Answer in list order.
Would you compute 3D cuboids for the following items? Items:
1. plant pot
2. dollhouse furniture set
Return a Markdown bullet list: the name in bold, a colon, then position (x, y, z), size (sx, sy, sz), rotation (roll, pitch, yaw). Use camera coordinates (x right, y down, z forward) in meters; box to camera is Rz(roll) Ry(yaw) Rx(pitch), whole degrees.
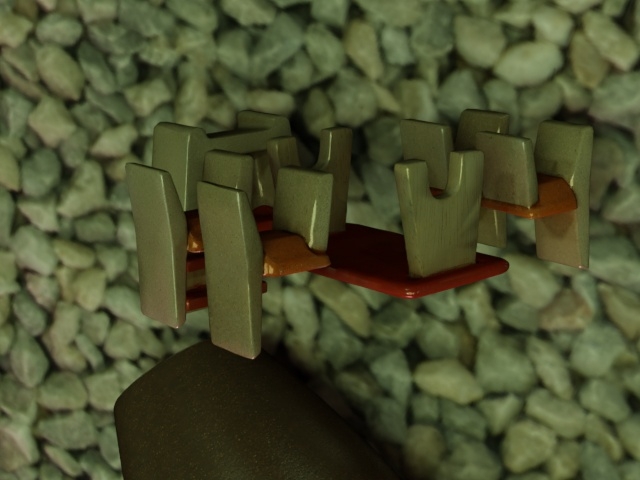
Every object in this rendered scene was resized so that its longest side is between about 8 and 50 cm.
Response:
- **plant pot**: position (-0.042, 0.187, 0.944), size (0.215, 0.215, 0.230), rotation (-39, 73, 23)
- **dollhouse furniture set**: position (0.000, 0.000, 0.863), size (0.259, 0.262, 0.135), rotation (15, 112, 51)
